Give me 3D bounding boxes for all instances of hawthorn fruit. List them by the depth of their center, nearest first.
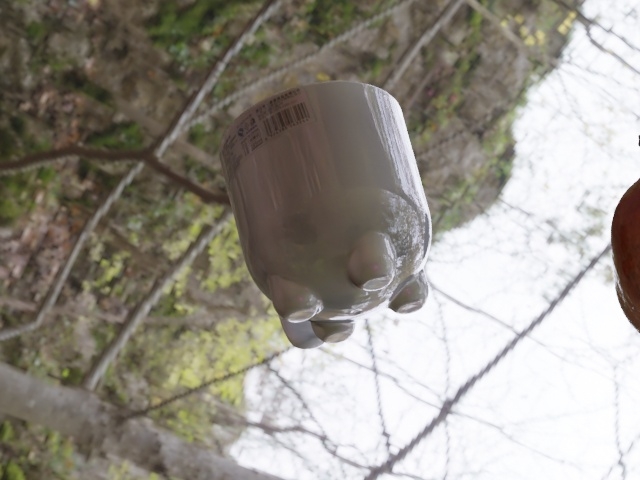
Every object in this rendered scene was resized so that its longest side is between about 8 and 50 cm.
[{"bbox_3d":[0.374,-0.008,1.175,0.197,0.197,0.225,-30,-97,39],"label":"hawthorn fruit"}]

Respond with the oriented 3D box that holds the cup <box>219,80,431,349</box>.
[{"bbox_3d":[-0.006,-0.004,0.816,0.173,0.134,0.141,-32,-121,32],"label":"cup"}]
